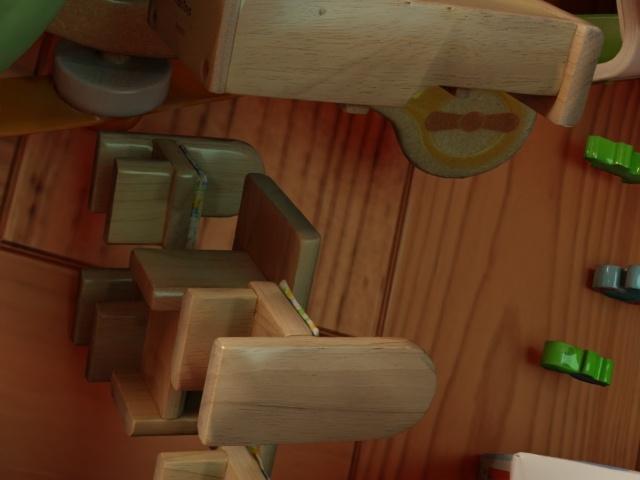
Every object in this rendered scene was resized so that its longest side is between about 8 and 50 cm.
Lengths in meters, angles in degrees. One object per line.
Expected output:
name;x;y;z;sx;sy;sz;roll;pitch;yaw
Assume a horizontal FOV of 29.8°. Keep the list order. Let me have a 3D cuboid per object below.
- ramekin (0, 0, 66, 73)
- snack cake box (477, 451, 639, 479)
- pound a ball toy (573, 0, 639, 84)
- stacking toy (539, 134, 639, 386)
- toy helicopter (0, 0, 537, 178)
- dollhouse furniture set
ramekin;-0.227;-0.178;0.404;0.303;0.148;0.304;2;98;11
snack cake box;0.126;0.196;0.652;0.089;0.264;0.152;9;81;6
pound a ball toy;0.301;-0.148;0.858;0.319;0.135;0.208;-10;93;-33
stacking toy;0.251;0.041;0.869;0.221;0.052;0.167;21;74;-29
toy helicopter;-0.033;-0.116;0.618;0.355;0.140;0.235;28;116;-32
dollhouse furniture set;0.000;0.000;0.538;0.160;0.212;0.242;2;114;-24
